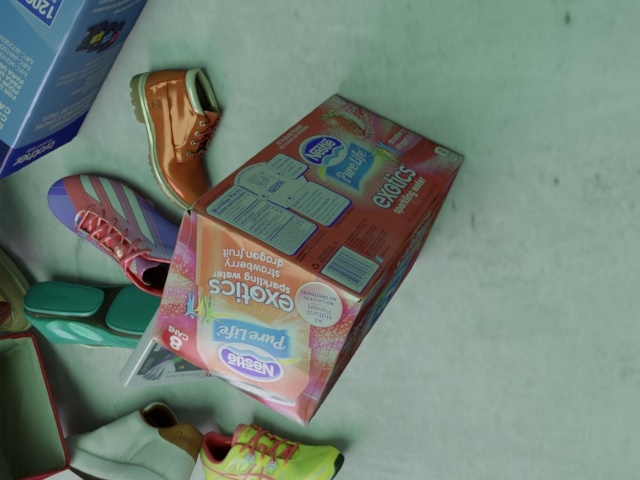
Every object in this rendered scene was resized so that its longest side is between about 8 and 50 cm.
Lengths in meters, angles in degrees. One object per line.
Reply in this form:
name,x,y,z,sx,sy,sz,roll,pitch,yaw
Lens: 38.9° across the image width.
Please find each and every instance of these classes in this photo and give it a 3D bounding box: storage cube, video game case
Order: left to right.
storage cube,-0.471,0.248,1.168,0.193,0.184,0.215,-29,74,38
video game case,-0.108,0.094,0.990,0.190,0.173,0.022,-56,49,34

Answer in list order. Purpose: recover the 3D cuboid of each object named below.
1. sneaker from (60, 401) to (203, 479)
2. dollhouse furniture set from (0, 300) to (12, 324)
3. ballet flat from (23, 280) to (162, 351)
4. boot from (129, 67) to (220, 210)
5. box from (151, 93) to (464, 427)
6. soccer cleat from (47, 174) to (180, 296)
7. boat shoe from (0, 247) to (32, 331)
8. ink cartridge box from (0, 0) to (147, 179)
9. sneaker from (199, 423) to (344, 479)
sneaker,-0.247,0.276,1.192,0.290,0.123,0.106,-5,136,47
dollhouse furniture set,-0.571,0.034,1.058,0.374,0.152,0.201,2,121,24
ballet flat,-0.247,0.098,1.109,0.247,0.083,0.087,4,141,23
boot,-0.139,-0.106,0.961,0.084,0.059,0.158,-8,111,22
box,0.000,0.000,0.803,0.154,0.300,0.142,28,123,9
soccer cleat,-0.212,0.002,1.022,0.248,0.095,0.083,29,120,6
boat shoe,-0.492,0.030,1.166,0.285,0.089,0.104,37,123,2
ink cartridge box,-0.337,-0.255,0.920,0.270,0.151,0.395,40,126,1
sneaker,-0.070,0.266,1.103,0.208,0.081,0.094,-13,107,29
